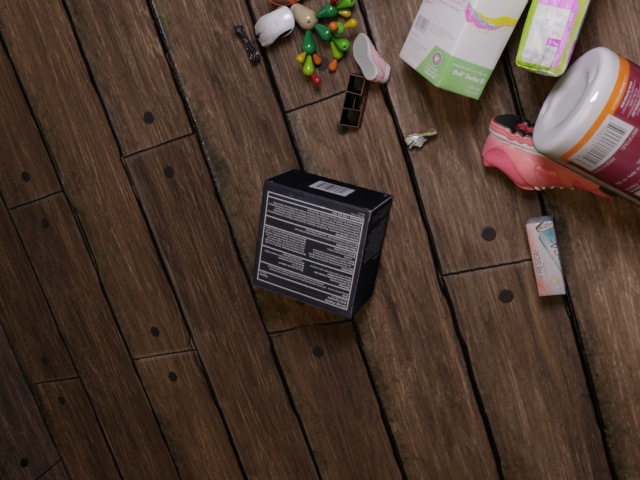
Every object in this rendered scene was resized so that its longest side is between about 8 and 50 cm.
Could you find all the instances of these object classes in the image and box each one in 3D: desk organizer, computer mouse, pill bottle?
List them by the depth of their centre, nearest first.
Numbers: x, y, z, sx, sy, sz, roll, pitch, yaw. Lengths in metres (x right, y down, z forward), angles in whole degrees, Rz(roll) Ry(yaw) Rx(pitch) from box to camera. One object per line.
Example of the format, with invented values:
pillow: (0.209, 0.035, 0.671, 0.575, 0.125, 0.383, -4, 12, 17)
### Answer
pill bottle: (0.638, -0.185, 1.185, 0.392, 0.224, 0.224, 26, 117, -6)
desk organizer: (0.085, -0.344, 1.513, 0.047, 0.050, 0.130, 19, 114, 17)
computer mouse: (-0.140, -0.521, 1.527, 0.193, 0.042, 0.106, -16, 101, 47)

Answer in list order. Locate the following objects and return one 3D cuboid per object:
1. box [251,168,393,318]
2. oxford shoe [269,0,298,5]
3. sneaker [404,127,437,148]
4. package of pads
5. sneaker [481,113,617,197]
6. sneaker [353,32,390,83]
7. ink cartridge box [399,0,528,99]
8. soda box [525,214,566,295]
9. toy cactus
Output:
box: (0.000, 0.000, 1.592, 0.296, 0.182, 0.294, 18, 112, 19)
oxford shoe: (-0.017, -0.710, 1.411, 0.364, 0.129, 0.133, -47, 50, 31)
sneaker: (0.247, -0.247, 1.491, 0.083, 0.032, 0.037, -10, 117, 31)
package of pads: (0.477, -0.476, 1.196, 0.101, 0.229, 0.297, 20, 114, 16)
sneaker: (0.508, -0.163, 1.374, 0.313, 0.116, 0.136, 31, 130, 16)
sneaker: (0.125, -0.431, 1.474, 0.051, 0.070, 0.134, -35, 62, 38)
ink cartridge box: (0.317, -0.499, 1.263, 0.119, 0.207, 0.354, 10, 120, -25)
soda box: (0.531, 0.037, 1.443, 0.062, 0.058, 0.183, -9, 104, 26)
toy cactus: (-0.009, -0.507, 1.482, 0.180, 0.112, 0.219, 42, 128, 17)
